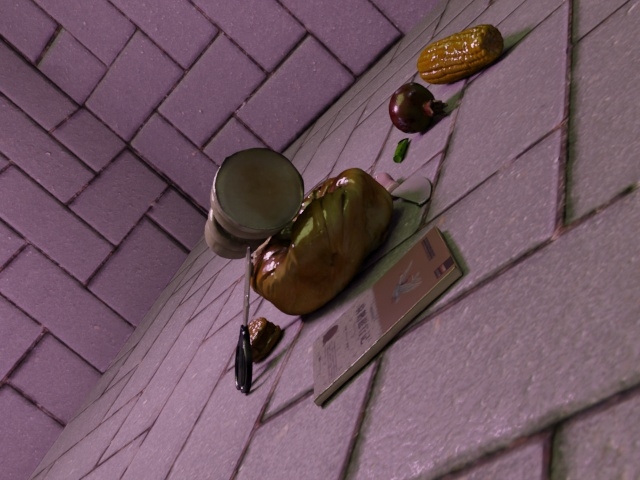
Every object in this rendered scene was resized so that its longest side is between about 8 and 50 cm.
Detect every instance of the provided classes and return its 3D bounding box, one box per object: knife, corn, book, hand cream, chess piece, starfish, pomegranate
[{"bbox_3d":[0.184,-0.112,1.675,0.081,0.043,0.336,-43,18,-7],"label":"knife"},{"bbox_3d":[0.354,-0.482,1.996,0.120,0.120,0.363,-50,12,-10],"label":"corn"},{"bbox_3d":[0.098,0.117,1.257,0.310,0.021,0.217,-45,12,12],"label":"book"},{"bbox_3d":[0.205,-0.233,1.965,0.036,0.023,0.122,-30,19,28],"label":"hand cream"},{"bbox_3d":[-0.163,-0.054,1.633,0.182,0.182,0.330,-54,3,-24],"label":"chess piece"},{"bbox_3d":[-0.143,0.008,2.333,0.238,0.071,0.216,-45,5,44],"label":"starfish"},{"bbox_3d":[0.241,-0.325,1.934,0.129,0.129,0.159,-46,39,8],"label":"pomegranate"}]

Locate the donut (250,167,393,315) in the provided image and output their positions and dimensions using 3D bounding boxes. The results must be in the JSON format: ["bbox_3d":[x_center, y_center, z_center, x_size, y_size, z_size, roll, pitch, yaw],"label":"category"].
[{"bbox_3d":[0.000,0.000,1.618,0.360,0.170,0.360,-47,11,13],"label":"donut"}]

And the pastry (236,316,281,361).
[{"bbox_3d":[-0.135,0.215,1.671,0.109,0.057,0.097,-40,16,37],"label":"pastry"}]

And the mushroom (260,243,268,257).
[{"bbox_3d":[-0.102,0.057,1.944,0.126,0.109,0.085,-59,8,39],"label":"mushroom"}]

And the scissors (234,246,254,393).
[{"bbox_3d":[-0.154,0.162,1.581,0.109,0.022,0.299,176,98,-71],"label":"scissors"}]
